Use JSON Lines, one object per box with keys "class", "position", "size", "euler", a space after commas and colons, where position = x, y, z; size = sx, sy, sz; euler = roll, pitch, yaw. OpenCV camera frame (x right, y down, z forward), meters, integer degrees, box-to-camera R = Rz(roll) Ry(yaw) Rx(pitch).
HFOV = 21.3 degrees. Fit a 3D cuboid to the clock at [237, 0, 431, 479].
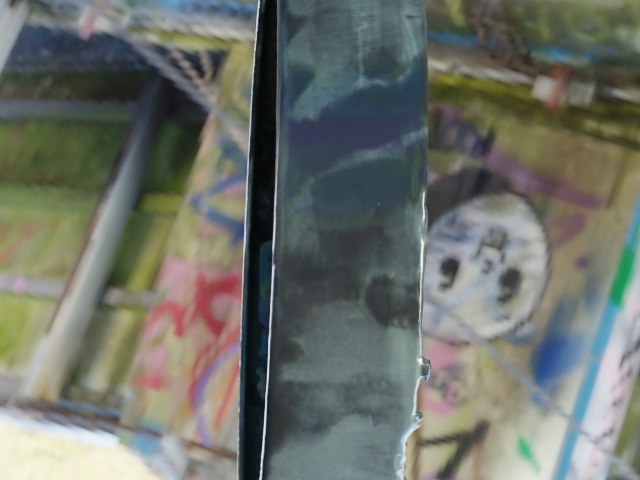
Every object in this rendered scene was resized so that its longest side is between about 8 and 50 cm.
{"class": "clock", "position": [0.000, 0.000, 0.937], "size": [0.076, 0.386, 0.386], "euler": [2, 161, -4]}
